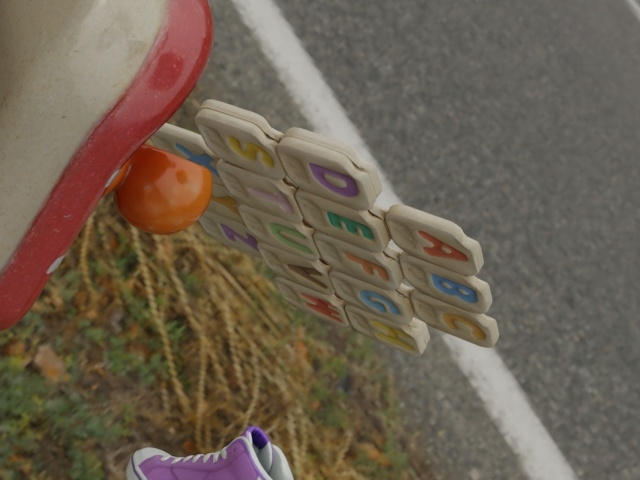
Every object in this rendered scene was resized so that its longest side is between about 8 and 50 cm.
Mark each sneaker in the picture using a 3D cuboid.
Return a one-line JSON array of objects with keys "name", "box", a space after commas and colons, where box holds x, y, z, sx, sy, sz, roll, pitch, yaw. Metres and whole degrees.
[{"name": "sneaker", "box": [-0.127, 0.289, 1.493, 0.102, 0.161, 0.282, 21, 4, -45]}]

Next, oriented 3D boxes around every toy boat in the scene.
[{"name": "toy boat", "box": [-0.127, -0.048, 0.674, 0.151, 0.231, 0.151, 20, 30, -34]}]

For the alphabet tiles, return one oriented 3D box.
[{"name": "alphabet tiles", "box": [0.000, 0.000, 0.912, 0.278, 0.021, 0.284, 21, -24, 25]}]
